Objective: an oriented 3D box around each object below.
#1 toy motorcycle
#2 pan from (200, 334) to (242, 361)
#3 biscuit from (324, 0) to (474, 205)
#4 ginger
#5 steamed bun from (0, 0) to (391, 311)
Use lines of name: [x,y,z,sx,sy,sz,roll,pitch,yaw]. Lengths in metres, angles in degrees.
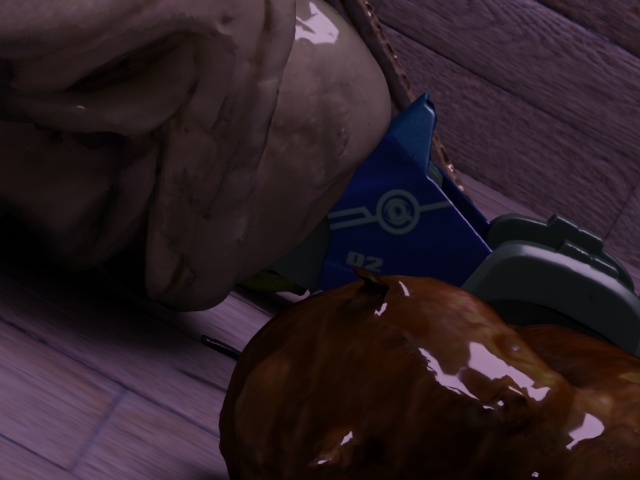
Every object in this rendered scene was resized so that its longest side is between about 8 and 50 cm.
toy motorcycle: [0.091,0.009,1.357,0.326,0.200,0.191,30,10,-1]
pan: [-0.028,0.090,1.076,0.115,0.023,0.068,29,9,-19]
biscuit: [0.050,-0.120,1.649,0.426,0.078,0.144,61,-2,-13]
ginger: [0.110,0.134,0.800,0.254,0.176,0.418,9,19,-43]
steamed bun: [-0.152,-0.102,1.078,0.339,0.247,0.352,22,-32,30]
